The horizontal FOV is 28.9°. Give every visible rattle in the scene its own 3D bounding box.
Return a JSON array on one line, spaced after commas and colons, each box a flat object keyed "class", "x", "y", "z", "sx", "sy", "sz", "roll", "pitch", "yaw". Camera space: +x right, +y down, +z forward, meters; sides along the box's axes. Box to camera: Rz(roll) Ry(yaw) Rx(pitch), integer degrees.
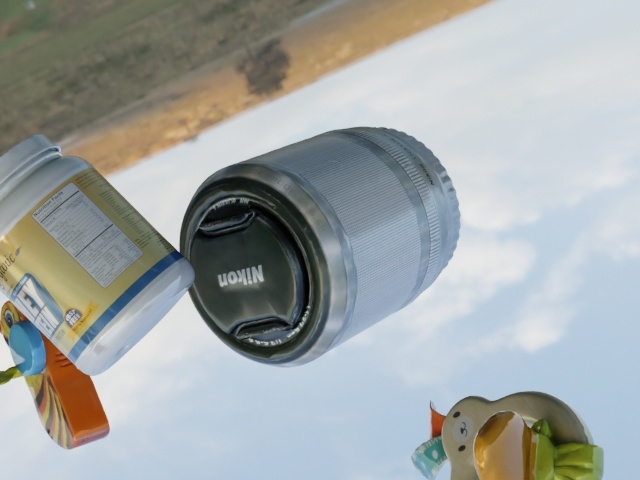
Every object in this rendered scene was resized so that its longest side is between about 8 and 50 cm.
[{"class": "rattle", "x": 0.096, "y": 0.153, "z": 0.911, "sx": 0.142, "sy": 0.130, "sz": 0.199, "roll": 5, "pitch": -165, "yaw": -36}]

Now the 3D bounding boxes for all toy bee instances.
[{"class": "toy bee", "x": -0.361, "y": 0.130, "z": 1.638, "sx": 0.195, "sy": 0.298, "sz": 0.162, "roll": 10, "pitch": 161, "yaw": -31}]

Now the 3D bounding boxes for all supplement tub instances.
[{"class": "supplement tub", "x": -0.233, "y": 0.012, "z": 1.167, "sx": 0.144, "sy": 0.199, "sz": 0.144, "roll": -46, "pitch": 178, "yaw": -2}]

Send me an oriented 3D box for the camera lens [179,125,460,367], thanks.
[{"class": "camera lens", "x": 0.000, "y": 0.000, "z": 1.352, "sx": 0.219, "sy": 0.219, "sz": 0.274, "roll": -11, "pitch": -171, "yaw": 40}]
